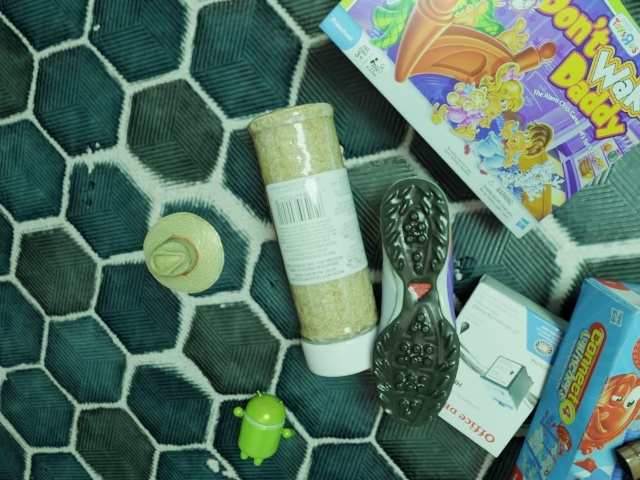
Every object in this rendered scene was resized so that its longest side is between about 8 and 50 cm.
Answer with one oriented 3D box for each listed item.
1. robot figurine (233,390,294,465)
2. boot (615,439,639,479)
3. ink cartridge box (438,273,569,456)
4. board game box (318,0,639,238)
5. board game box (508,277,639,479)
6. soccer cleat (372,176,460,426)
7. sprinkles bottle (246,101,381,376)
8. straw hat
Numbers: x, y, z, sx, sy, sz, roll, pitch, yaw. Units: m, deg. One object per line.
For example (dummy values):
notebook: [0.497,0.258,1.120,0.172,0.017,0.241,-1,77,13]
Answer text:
robot figurine: [-0.094,0.299,0.786,0.101,0.067,0.115,18,105,15]
boot: [0.380,0.236,0.516,0.114,0.037,0.107,-26,111,0]
ink cartridge box: [0.231,0.164,0.661,0.139,0.082,0.191,32,106,19]
board game box: [0.201,-0.202,0.554,0.347,0.078,0.233,42,108,-16]
board game box: [0.421,0.215,0.574,0.307,0.086,0.302,8,109,-7]
soccer cleat: [0.128,0.079,0.644,0.108,0.116,0.319,0,95,16]
sprinkles bottle: [0.000,0.000,0.674,0.121,0.121,0.356,-11,98,16]
straw hat: [-0.230,0.028,0.768,0.144,0.061,0.145,3,101,14]
